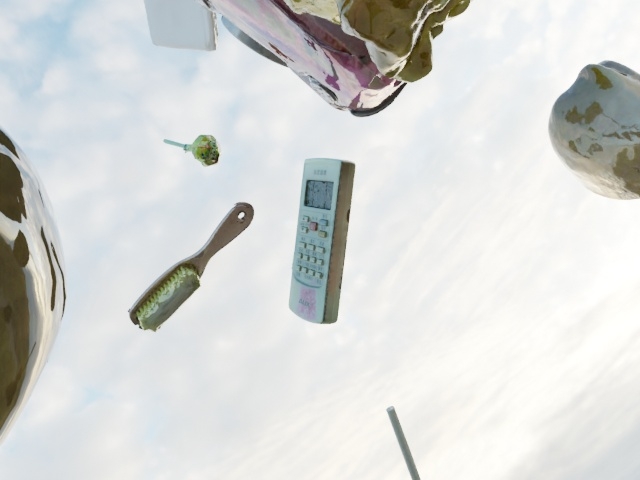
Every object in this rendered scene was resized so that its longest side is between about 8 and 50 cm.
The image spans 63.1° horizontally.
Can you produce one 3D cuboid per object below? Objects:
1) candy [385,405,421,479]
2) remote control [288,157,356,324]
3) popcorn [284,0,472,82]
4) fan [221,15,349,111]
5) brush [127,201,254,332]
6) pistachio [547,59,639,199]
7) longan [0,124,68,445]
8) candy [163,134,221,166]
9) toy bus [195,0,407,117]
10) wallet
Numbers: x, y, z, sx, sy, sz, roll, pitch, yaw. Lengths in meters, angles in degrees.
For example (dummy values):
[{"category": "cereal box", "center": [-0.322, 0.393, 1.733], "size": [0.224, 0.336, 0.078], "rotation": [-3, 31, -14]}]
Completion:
[{"category": "candy", "center": [0.172, 0.440, 0.844], "size": [0.124, 0.366, 0.124], "rotation": [-20, 1, 0]}, {"category": "remote control", "center": [-0.001, 0.000, 1.097], "size": [0.050, 0.145, 0.345], "rotation": [3, -85, -35]}, {"category": "popcorn", "center": [0.050, -0.212, 0.334], "size": [0.197, 0.155, 0.198], "rotation": [-40, -22, -20]}, {"category": "fan", "center": [-0.033, -0.254, 0.699], "size": [0.130, 0.244, 0.074], "rotation": [-7, -41, -53]}, {"category": "brush", "center": [-0.228, 0.053, 0.979], "size": [0.313, 0.067, 0.072], "rotation": [-47, -50, -8]}, {"category": "pistachio", "center": [0.484, -0.162, 0.847], "size": [0.162, 0.261, 0.213], "rotation": [-13, -51, -3]}, {"category": "longan", "center": [-0.324, 0.054, 0.335], "size": [0.288, 0.288, 0.351], "rotation": [25, -93, -46]}, {"category": "candy", "center": [-0.265, -0.189, 1.051], "size": [0.058, 0.193, 0.062], "rotation": [-17, -65, -41]}, {"category": "toy bus", "center": [-0.028, -0.260, 0.535], "size": [0.128, 0.302, 0.147], "rotation": [-52, -2, 0]}, {"category": "wallet", "center": [-0.257, -0.417, 0.960], "size": [0.032, 0.182, 0.124], "rotation": [-36, -48, -46]}]
